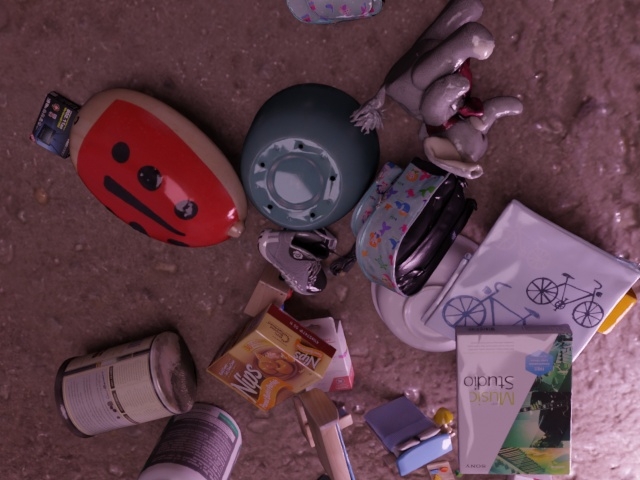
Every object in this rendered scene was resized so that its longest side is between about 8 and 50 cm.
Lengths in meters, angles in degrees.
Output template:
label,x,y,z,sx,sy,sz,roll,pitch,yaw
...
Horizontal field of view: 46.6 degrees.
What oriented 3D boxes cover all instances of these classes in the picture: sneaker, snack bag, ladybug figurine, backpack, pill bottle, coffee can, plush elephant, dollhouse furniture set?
label,x,y,z,sx,sy,sz,roll,pitch,yaw
sneaker,-0.022,0.049,1.581,0.132,0.086,0.228,-6,147,36
snack bag,0.426,0.113,1.525,0.323,0.037,0.343,28,113,-4
ladybug figurine,-0.353,-0.133,1.559,0.449,0.162,0.305,32,135,11
backpack,0.019,-0.496,1.422,0.188,0.144,0.166,-5,117,14
pill bottle,-0.327,0.575,1.793,0.204,0.361,0.204,3,112,7
coffee can,-0.469,0.351,1.809,0.275,0.201,0.202,-17,109,15
backpack,0.175,-0.022,1.511,0.191,0.225,0.254,20,73,30
plush elephant,0.257,-0.256,1.424,0.255,0.272,0.330,40,111,-18
dollhouse furniture set,0.116,0.388,1.733,0.303,0.286,0.198,-21,116,-14

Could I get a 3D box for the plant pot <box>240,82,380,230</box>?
label,x,y,z,sx,sy,sz,roll,pitch,yaw
plant pot,-0.033,-0.154,1.518,0.292,0.235,0.293,3,112,8

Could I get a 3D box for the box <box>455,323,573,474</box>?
label,x,y,z,sx,sy,sz,roll,pitch,yaw
box,0.400,0.333,1.547,0.232,0.058,0.322,-2,105,8

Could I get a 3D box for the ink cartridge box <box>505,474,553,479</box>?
label,x,y,z,sx,sy,sz,roll,pitch,yaw
ink cartridge box,0.511,0.630,1.855,0.099,0.056,0.135,11,113,3

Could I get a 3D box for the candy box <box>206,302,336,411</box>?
label,x,y,z,sx,sy,sz,roll,pitch,yaw
candy box,-0.121,0.277,1.710,0.183,0.088,0.316,38,144,-8

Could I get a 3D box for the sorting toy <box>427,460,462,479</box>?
label,x,y,z,sx,sy,sz,roll,pitch,yaw
sorting toy,0.318,0.589,1.891,0.083,0.012,0.062,-16,109,15

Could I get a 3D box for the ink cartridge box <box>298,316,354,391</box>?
label,x,y,z,sx,sy,sz,roll,pitch,yaw
ink cartridge box,0.003,0.261,1.774,0.115,0.067,0.198,-9,112,12

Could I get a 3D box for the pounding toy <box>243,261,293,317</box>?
label,x,y,z,sx,sy,sz,roll,pitch,yaw
pounding toy,-0.090,0.100,1.699,0.100,0.141,0.130,27,128,-3

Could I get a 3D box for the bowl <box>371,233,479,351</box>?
label,x,y,z,sx,sy,sz,roll,pitch,yaw
bowl,0.255,0.137,1.650,0.297,0.134,0.298,3,113,8

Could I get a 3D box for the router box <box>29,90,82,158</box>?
label,x,y,z,sx,sy,sz,roll,pitch,yaw
router box,-0.584,-0.257,1.665,0.092,0.038,0.123,29,113,-5

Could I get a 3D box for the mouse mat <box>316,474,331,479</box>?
label,x,y,z,sx,sy,sz,roll,pitch,yaw
mouse mat,0.039,0.719,1.991,0.189,0.007,0.153,36,113,-8

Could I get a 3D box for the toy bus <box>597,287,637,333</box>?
label,x,y,z,sx,sy,sz,roll,pitch,yaw
toy bus,0.503,0.067,1.584,0.332,0.130,0.108,31,115,-5

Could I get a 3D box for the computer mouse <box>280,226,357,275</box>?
label,x,y,z,sx,sy,sz,roll,pitch,yaw
computer mouse,0.000,0.000,1.683,0.193,0.042,0.106,32,118,-11
